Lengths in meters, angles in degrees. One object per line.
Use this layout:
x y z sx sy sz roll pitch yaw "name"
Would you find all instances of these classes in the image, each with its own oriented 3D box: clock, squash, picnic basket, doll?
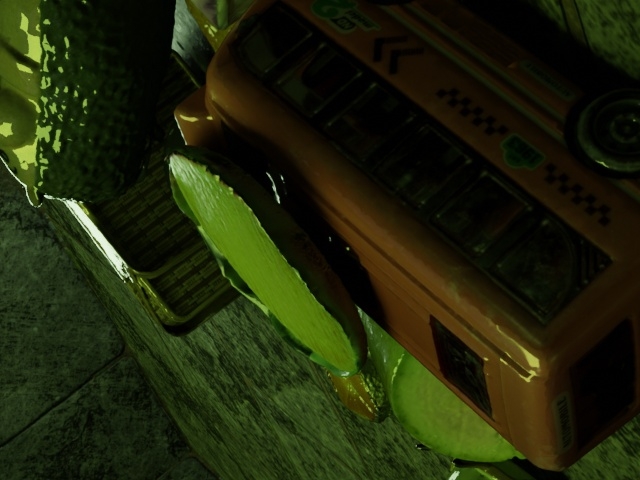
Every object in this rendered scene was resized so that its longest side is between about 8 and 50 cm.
0.214 0.305 1.841 0.232 0.069 0.170 44 169 -26 "clock"
0.136 0.048 1.593 0.309 0.210 0.234 -101 -13 -51 "squash"
-0.188 -0.059 1.990 0.313 0.228 0.175 53 168 0 "picnic basket"
-0.290 -0.204 1.777 0.247 0.247 0.350 37 132 45 "doll"

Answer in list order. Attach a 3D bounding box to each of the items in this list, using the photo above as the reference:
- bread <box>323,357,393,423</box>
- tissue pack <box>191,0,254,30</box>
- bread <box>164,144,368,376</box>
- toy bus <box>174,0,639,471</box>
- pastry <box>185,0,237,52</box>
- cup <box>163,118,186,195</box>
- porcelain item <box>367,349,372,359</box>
0.061 0.179 2.090 0.140 0.069 0.128 61 162 -18 "bread"
-0.129 -0.371 1.229 0.338 0.160 0.242 50 164 11 "tissue pack"
-0.040 0.014 1.202 0.228 0.033 0.228 46 164 17 "bread"
0.097 -0.039 1.178 0.427 0.233 0.203 42 162 33 "toy bus"
-0.047 -0.222 1.431 0.189 0.103 0.189 47 163 19 "pastry"
-0.057 -0.086 1.694 0.223 0.169 0.176 36 158 -4 "cup"
0.121 0.167 1.885 0.215 0.069 0.081 43 -174 22 "porcelain item"
